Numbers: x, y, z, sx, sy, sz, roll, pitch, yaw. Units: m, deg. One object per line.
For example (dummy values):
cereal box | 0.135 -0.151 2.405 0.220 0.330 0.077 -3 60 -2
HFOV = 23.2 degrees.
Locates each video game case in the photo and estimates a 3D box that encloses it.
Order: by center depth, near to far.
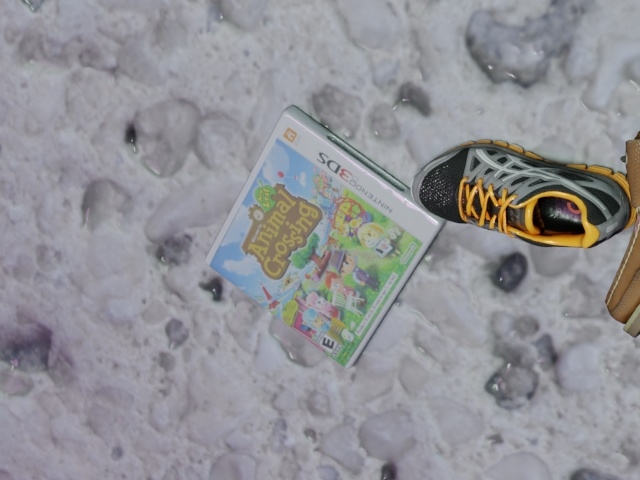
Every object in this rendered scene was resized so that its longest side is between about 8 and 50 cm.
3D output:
video game case | 0.000 0.000 1.573 0.193 0.023 0.212 36 125 9

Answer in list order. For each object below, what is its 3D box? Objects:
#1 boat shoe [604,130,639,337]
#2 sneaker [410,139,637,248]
boat shoe | 0.314 -0.063 1.334 0.104 0.111 0.307 33 114 16
sneaker | 0.178 -0.038 1.425 0.215 0.083 0.084 6 117 27
